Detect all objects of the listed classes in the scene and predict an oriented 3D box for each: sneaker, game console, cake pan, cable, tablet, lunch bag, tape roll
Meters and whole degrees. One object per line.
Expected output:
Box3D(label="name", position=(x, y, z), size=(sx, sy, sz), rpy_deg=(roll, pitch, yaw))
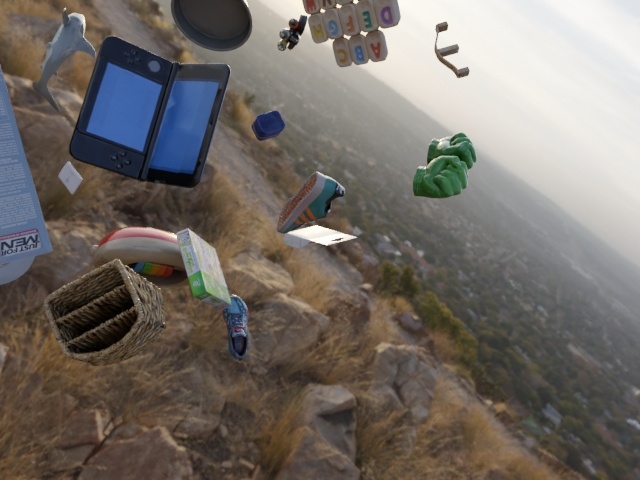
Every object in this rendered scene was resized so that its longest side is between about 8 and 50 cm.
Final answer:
Box3D(label="sneaker", position=(-0.036, -0.098, 1.652), size=(0.121, 0.302, 0.108), rpy_deg=(22, 52, -23))
Box3D(label="game console", position=(-0.371, -0.284, 1.118), size=(0.250, 0.293, 0.173), rpy_deg=(18, -9, -31))
Box3D(label="sneaker", position=(-0.321, 0.342, 2.021), size=(0.104, 0.262, 0.125), rpy_deg=(-9, 1, -17))
Box3D(label="cake pan", position=(-0.385, -0.815, 1.843), size=(0.293, 0.293, 0.054), rpy_deg=(25, 55, -27))
Box3D(label="cable", position=(-0.099, -0.728, 1.789), size=(0.072, 0.139, 0.287), rpy_deg=(26, 19, -13))
Box3D(label="tablet", position=(-0.673, -0.168, 1.379), size=(0.083, 0.054, 0.006), rpy_deg=(45, 13, 24))
Box3D(label="lunch bag", position=(-0.161, -0.356, 1.594), size=(0.098, 0.065, 0.067), rpy_deg=(-23, 86, -31))
Box3D(label="tape roll", position=(-0.954, 0.017, 1.494), size=(0.219, 0.219, 0.072), rpy_deg=(20, 4, -36))

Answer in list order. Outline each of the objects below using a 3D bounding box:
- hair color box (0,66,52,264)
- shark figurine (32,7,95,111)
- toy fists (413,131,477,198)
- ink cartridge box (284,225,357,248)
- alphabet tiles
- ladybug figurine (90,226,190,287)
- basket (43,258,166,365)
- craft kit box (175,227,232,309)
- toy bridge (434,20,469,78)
Box3D(label="hair color box", position=(-0.649, -0.158, 1.018), size=(0.113, 0.374, 0.185), rpy_deg=(-16, 22, -30))
Box3D(label="shark figurine", position=(-0.676, -0.499, 1.383), size=(0.116, 0.278, 0.166), rpy_deg=(25, -11, -24))
Box3D(label="toy fists", position=(0.378, -0.226, 1.525), size=(0.142, 0.096, 0.279), rpy_deg=(6, 43, 27))
Box3D(label="ink cartridge box", position=(0.000, 0.000, 1.978), size=(0.224, 0.056, 0.181), rpy_deg=(19, 23, 40))
Box3D(label="alphabet tiles", position=(0.061, -0.547, 1.188), size=(0.021, 0.278, 0.284), rpy_deg=(-34, 29, -33))
Box3D(label="ladybug figurine", position=(-0.649, 0.059, 1.972), size=(0.449, 0.305, 0.162), rpy_deg=(18, 52, -42))
Box3D(label="basket", position=(-0.656, 0.239, 1.558), size=(0.223, 0.299, 0.213), rpy_deg=(54, 14, -52))
Box3D(label="craft kit box", position=(-0.416, 0.109, 1.850), size=(0.246, 0.061, 0.250), rpy_deg=(50, 17, -68))
Box3D(label="toy bridge", position=(0.354, -0.527, 1.430), size=(0.026, 0.063, 0.188), rpy_deg=(79, -4, -69))
